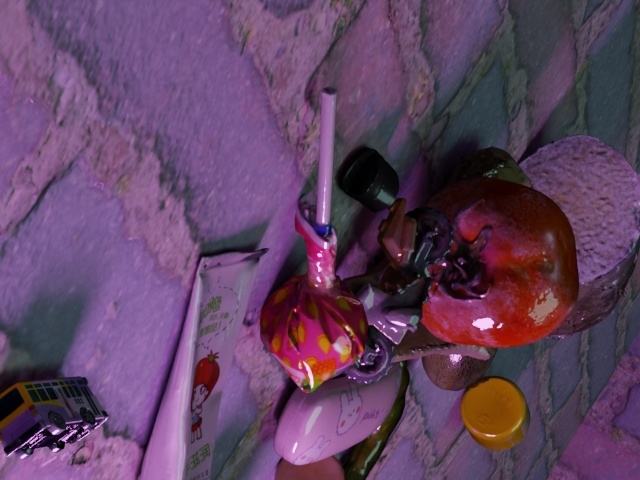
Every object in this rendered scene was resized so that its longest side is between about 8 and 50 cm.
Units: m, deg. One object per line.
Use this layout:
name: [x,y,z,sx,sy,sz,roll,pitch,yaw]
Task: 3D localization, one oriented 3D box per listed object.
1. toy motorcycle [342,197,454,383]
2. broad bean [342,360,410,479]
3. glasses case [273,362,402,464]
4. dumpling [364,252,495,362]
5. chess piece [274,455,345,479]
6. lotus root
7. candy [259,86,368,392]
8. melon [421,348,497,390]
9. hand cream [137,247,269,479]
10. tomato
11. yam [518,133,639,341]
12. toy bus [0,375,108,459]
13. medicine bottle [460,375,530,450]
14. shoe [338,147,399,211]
toy motorcycle: [0.065,0.052,1.665,0.229,0.130,0.094,-63,-170,-3]
broad bean: [0.070,0.296,2.069,0.292,0.049,0.144,-63,166,0]
glasses case: [0.028,0.220,1.850,0.297,0.075,0.113,-11,125,-64]
dumpling: [0.107,0.090,1.848,0.086,0.166,0.332,-25,162,36]
chess piece: [-0.011,0.356,1.922,0.094,0.094,0.170,-51,160,-22]
lotus root: [0.211,-0.078,1.891,0.143,0.070,0.144,-37,153,-9]
candy: [0.000,0.000,1.489,0.124,0.124,0.365,-40,143,-42]
melon: [0.215,0.153,2.134,0.114,0.114,0.167,-27,143,-55]
hand cream: [-0.130,0.162,1.460,0.121,0.076,0.336,-18,127,-62]
tomato: [0.217,0.029,1.766,0.188,0.232,0.232,17,102,-59]
yam: [0.397,0.011,2.237,0.241,0.241,0.348,-55,160,-14]
toy bus: [-0.234,0.148,1.196,0.052,0.058,0.102,-37,165,18]
medicine bottle: [0.333,0.334,2.616,0.122,0.122,0.212,-57,159,-10]
shoe: [0.070,-0.061,1.622,0.062,0.053,0.159,-56,161,-2]
